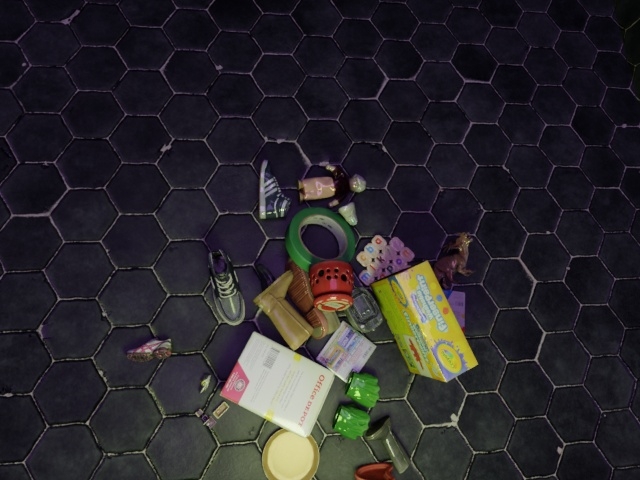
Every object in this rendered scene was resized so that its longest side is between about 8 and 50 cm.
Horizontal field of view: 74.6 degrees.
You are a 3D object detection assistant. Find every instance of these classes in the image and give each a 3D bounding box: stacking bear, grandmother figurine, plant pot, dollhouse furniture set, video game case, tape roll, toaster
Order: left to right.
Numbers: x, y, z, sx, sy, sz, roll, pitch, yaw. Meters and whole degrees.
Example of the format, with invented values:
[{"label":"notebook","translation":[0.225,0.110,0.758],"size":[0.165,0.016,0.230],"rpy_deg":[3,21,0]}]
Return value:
[{"label":"dollhouse furniture set","translation":[-0.443,0.703,1.725],"size":[0.114,0.081,0.091],"rpy_deg":[-43,85,-15]},{"label":"plant pot","translation":[-0.124,0.901,1.749],"size":[0.236,0.032,0.237],"rpy_deg":[2,77,-7]},{"label":"tape roll","translation":[0.000,0.000,1.908],"size":[0.321,0.077,0.321],"rpy_deg":[12,57,-18]},{"label":"plant pot","translation":[0.046,0.198,1.763],"size":[0.191,0.191,0.174],"rpy_deg":[2,63,-8]},{"label":"grandmother figurine","translation":[0.058,-0.267,2.034],"size":[0.342,0.104,0.208],"rpy_deg":[-6,105,-12]},{"label":"video game case","translation":[0.116,0.503,1.885],"size":[0.193,0.023,0.212],"rpy_deg":[37,75,2]},{"label":"toaster","translation":[0.172,0.302,1.878],"size":[0.129,0.146,0.227],"rpy_deg":[-29,82,-14]},{"label":"stacking bear","translation":[0.226,1.085,1.694],"size":[0.164,0.175,0.289],"rpy_deg":[-4,85,5]}]

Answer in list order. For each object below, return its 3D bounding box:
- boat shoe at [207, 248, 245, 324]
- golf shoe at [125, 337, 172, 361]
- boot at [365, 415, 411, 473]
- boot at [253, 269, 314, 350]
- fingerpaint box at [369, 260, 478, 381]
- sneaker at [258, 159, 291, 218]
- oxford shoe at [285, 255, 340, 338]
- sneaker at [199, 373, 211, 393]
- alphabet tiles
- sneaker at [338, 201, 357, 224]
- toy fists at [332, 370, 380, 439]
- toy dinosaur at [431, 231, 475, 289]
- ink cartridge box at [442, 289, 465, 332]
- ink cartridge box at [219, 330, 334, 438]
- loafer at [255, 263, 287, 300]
[{"label":"boat shoe","translation":[-0.416,0.198,1.814],"size":[0.127,0.158,0.341],"rpy_deg":[-19,79,-12]},{"label":"golf shoe","translation":[-0.717,0.458,1.764],"size":[0.186,0.068,0.086],"rpy_deg":[-6,46,-5]},{"label":"boot","translation":[0.287,0.871,1.763],"size":[0.189,0.076,0.209],"rpy_deg":[-10,78,-49]},{"label":"boot","translation":[-0.126,0.291,1.792],"size":[0.269,0.089,0.236],"rpy_deg":[47,61,2]},{"label":"fingerpaint box","translation":[0.417,0.337,1.779],"size":[0.163,0.371,0.445],"rpy_deg":[-23,83,-13]},{"label":"sneaker","translation":[-0.210,-0.240,1.981],"size":[0.153,0.099,0.282],"rpy_deg":[1,83,-3]},{"label":"oxford shoe","translation":[-0.040,0.243,1.894],"size":[0.146,0.140,0.397],"rpy_deg":[-8,69,-43]},{"label":"sneaker","translation":[-0.492,0.603,1.774],"size":[0.035,0.031,0.083],"rpy_deg":[22,70,12]},{"label":"alphabet tiles","translation":[0.317,0.122,2.009],"size":[0.278,0.021,0.284],"rpy_deg":[44,75,1]},{"label":"sneaker","translation":[0.139,-0.116,1.945],"size":[0.080,0.212,0.094],"rpy_deg":[-24,81,8]},{"label":"toy fists","translation":[0.159,0.706,1.801],"size":[0.142,0.096,0.279],"rpy_deg":[23,78,-3]},{"label":"toy dinosaur","translation":[0.615,0.108,2.010],"size":[0.295,0.127,0.200],"rpy_deg":[-34,75,-2]},{"label":"ink cartridge box","translation":[0.596,0.353,1.962],"size":[0.134,0.078,0.231],"rpy_deg":[8,75,-5]},{"label":"ink cartridge box","translation":[-0.177,0.595,1.737],"size":[0.384,0.160,0.279],"rpy_deg":[28,67,0]},{"label":"loafer","translation":[-0.232,0.207,1.881],"size":[0.078,0.076,0.223],"rpy_deg":[-31,86,-23]}]
